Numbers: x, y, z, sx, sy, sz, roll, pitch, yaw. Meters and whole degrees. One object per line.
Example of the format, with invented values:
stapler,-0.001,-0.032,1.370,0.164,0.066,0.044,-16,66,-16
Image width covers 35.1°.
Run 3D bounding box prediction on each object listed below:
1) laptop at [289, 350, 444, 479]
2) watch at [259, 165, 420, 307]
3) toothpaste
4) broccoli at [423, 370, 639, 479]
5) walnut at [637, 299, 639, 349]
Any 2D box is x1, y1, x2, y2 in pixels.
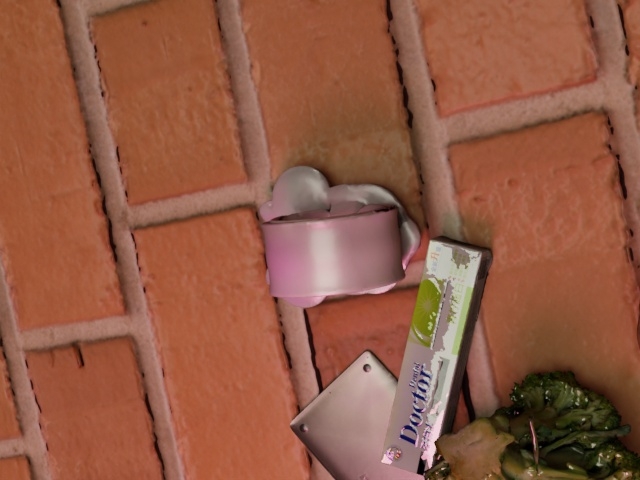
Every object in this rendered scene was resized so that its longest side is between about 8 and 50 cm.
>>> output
laptop,0.099,0.321,1.520,0.269,0.015,0.187,47,109,10
watch,0.000,0.000,1.409,0.248,0.217,0.210,-3,95,22
toothpaste,0.165,0.167,1.439,0.081,0.067,0.336,15,99,21
broccoli,0.277,0.315,1.301,0.303,0.283,0.321,-53,39,-2
walnut,0.505,0.104,1.214,0.248,0.248,0.248,3,98,22
